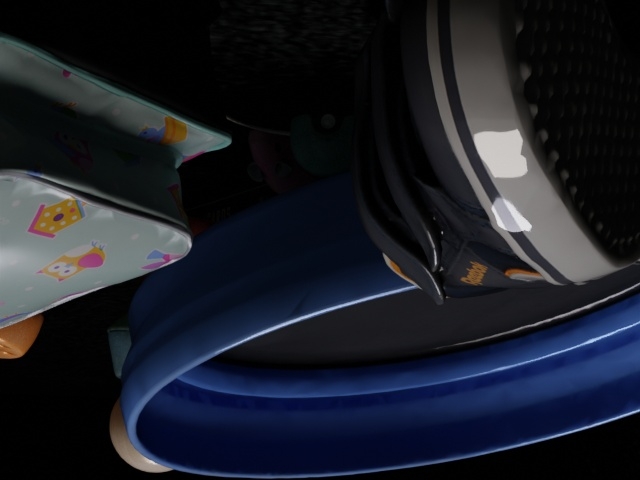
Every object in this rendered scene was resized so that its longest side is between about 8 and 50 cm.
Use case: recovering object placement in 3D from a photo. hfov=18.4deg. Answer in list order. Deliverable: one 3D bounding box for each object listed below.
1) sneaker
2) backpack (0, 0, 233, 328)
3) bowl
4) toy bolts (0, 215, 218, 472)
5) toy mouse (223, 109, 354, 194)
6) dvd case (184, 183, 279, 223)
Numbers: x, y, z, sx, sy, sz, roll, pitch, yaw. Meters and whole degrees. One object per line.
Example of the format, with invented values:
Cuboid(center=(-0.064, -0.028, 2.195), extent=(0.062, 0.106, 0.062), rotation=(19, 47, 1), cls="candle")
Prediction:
Cuboid(center=(0.065, -0.037, 0.782), extent=(0.127, 0.126, 0.321), rotation=(-5, 170, 19), cls="sneaker")
Cuboid(center=(-0.144, -0.041, 0.713), extent=(0.188, 0.144, 0.166), rotation=(-14, 164, 30), cls="backpack")
Cuboid(center=(0.077, 0.045, 1.124), extent=(0.391, 0.077, 0.391), rotation=(-9, 160, -3), cls="bowl")
Cuboid(center=(-0.165, 0.061, 1.284), extent=(0.228, 0.159, 0.218), rotation=(13, 167, -3), cls="toy bolts")
Cuboid(center=(0.002, -0.043, 1.064), extent=(0.143, 0.031, 0.161), rotation=(11, 169, -37), cls="toy mouse")
Cuboid(center=(0.000, 0.000, 1.344), extent=(0.179, 0.030, 0.238), rotation=(10, 169, -25), cls="dvd case")
